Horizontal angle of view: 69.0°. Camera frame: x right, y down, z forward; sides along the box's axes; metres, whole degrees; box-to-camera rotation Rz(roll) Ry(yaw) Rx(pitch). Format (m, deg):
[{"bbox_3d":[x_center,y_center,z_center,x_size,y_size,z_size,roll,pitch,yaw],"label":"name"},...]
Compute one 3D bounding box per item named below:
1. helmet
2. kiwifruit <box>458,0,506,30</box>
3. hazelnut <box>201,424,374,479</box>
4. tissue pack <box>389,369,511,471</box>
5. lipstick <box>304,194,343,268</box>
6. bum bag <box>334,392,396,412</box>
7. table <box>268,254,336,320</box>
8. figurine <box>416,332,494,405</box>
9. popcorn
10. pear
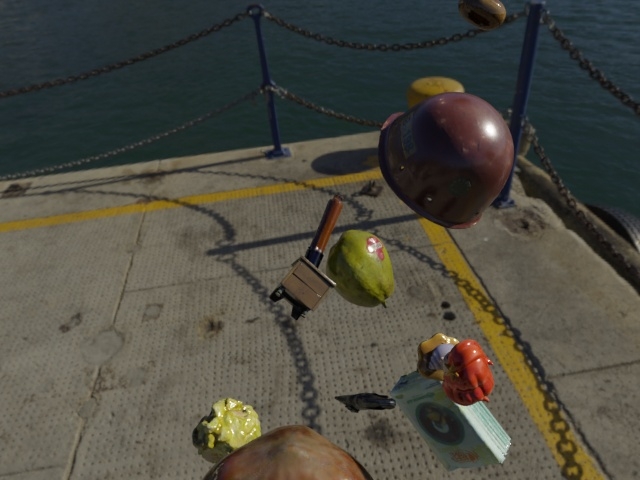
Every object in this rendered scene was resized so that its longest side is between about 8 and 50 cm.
[{"bbox_3d":[0.340,-0.242,1.155,0.337,0.230,0.385,16,56,-20],"label":"helmet"},{"bbox_3d":[0.398,-0.566,1.146,0.124,0.075,0.075,21,33,-18],"label":"kiwifruit"},{"bbox_3d":[-0.059,0.527,0.873,0.365,0.366,0.366,-3,37,3],"label":"hazelnut"},{"bbox_3d":[0.495,0.679,1.803,0.388,0.287,0.162,53,46,3],"label":"tissue pack"},{"bbox_3d":[0.000,0.000,1.973,0.077,0.077,0.418,18,80,28],"label":"lipstick"},{"bbox_3d":[0.147,0.562,1.611,0.123,0.248,0.060,16,61,-22],"label":"bum bag"},{"bbox_3d":[-0.037,0.091,0.853,0.083,0.070,0.082,41,66,-5],"label":"table"},{"bbox_3d":[0.418,0.386,1.396,0.181,0.208,0.257,5,-2,-9],"label":"figurine"},{"bbox_3d":[-0.331,0.677,1.661,0.259,0.259,0.212,1,34,8],"label":"popcorn"},{"bbox_3d":[0.181,0.139,2.018,0.287,0.287,0.375,-34,88,-32],"label":"pear"}]
